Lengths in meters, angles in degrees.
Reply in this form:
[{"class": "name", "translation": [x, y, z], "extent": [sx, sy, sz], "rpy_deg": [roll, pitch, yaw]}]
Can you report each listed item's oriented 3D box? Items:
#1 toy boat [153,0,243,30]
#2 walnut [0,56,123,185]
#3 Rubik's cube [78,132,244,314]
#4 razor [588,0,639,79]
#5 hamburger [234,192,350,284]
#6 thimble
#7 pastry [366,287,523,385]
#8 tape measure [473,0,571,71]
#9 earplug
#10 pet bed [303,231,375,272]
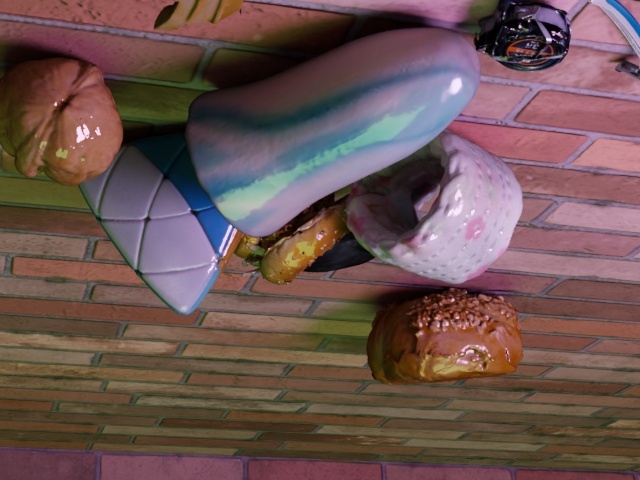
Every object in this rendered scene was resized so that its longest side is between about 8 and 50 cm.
[{"class": "toy boat", "translation": [-0.106, -0.288, 1.077], "extent": [0.115, 0.089, 0.310], "rpy_deg": [7, 157, -12]}, {"class": "walnut", "translation": [-0.296, -0.138, 1.378], "extent": [0.167, 0.149, 0.166], "rpy_deg": [31, 167, 8]}, {"class": "Rubik's cube", "translation": [-0.207, -0.057, 1.608], "extent": [0.255, 0.254, 0.254], "rpy_deg": [-1, 158, 0]}, {"class": "razor", "translation": [0.328, -0.228, 1.324], "extent": [0.068, 0.037, 0.191], "rpy_deg": [35, 179, 40]}, {"class": "hamburger", "translation": [-0.035, -0.009, 1.662], "extent": [0.185, 0.113, 0.177], "rpy_deg": [-49, -177, 12]}, {"class": "thimble", "translation": [0.141, -0.049, 1.577], "extent": [0.149, 0.185, 0.211], "rpy_deg": [22, -179, -41]}, {"class": "pastry", "translation": [0.215, 0.166, 2.117], "extent": [0.255, 0.161, 0.311], "rpy_deg": [-3, 170, -25]}, {"class": "tape measure", "translation": [0.220, -0.219, 1.312], "extent": [0.094, 0.054, 0.091], "rpy_deg": [13, 156, -15]}, {"class": "earplug", "translation": [0.028, -0.142, 1.358], "extent": [0.324, 0.185, 0.185], "rpy_deg": [-22, 150, 30]}, {"class": "pet bed", "translation": [0.000, 0.000, 1.841], "extent": [0.201, 0.053, 0.201], "rpy_deg": [0, 158, 0]}]
